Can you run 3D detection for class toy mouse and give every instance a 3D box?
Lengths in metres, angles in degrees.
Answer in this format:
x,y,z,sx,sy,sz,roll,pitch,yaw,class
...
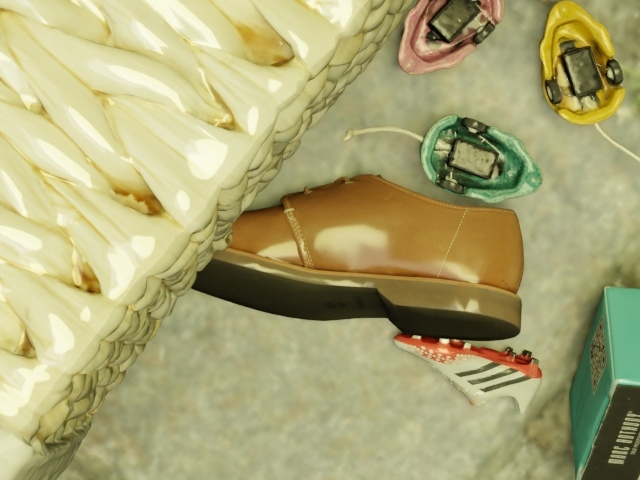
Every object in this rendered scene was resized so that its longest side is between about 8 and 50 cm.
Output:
x,y,z,sx,sy,sz,roll,pitch,yaw,class
0.076,-0.076,0.667,0.143,0.031,0.161,-24,95,-2,toy mouse

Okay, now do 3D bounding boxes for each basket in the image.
x,y,z,sx,sy,sz,roll,pitch,yaw,class
-0.159,-0.097,0.485,0.328,0.331,0.266,39,83,-1,basket

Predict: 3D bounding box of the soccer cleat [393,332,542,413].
x,y,z,sx,sy,sz,roll,pitch,yaw,class
0.078,0.070,0.711,0.083,0.029,0.035,14,99,-7,soccer cleat

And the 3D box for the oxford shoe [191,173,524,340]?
x,y,z,sx,sy,sz,roll,pitch,yaw,class
0.000,0.000,0.686,0.212,0.076,0.076,8,73,3,oxford shoe

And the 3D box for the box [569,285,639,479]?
x,y,z,sx,sy,sz,roll,pitch,yaw,class
0.257,0.082,0.671,0.244,0.060,0.100,4,140,0,box
